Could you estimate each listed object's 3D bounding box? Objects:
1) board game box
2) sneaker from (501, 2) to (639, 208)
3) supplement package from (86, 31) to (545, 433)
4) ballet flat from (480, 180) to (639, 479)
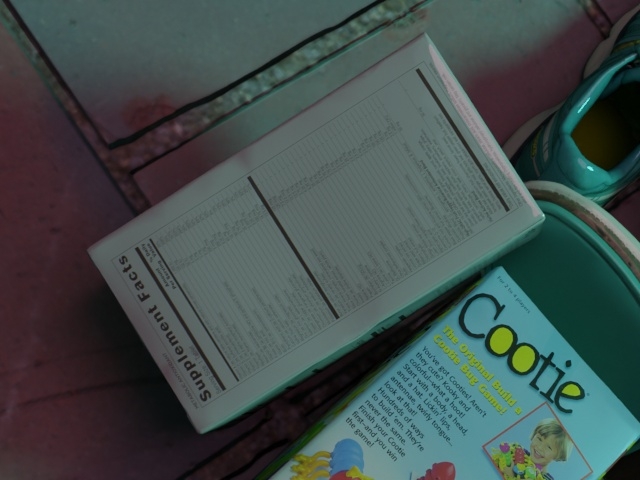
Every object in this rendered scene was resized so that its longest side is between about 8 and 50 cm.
[{"bbox_3d":[0.043,0.168,1.229,0.275,0.142,0.144,-40,88,-27],"label":"board game box"},{"bbox_3d":[0.240,-0.104,1.421,0.107,0.110,0.275,44,62,-1],"label":"sneaker"},{"bbox_3d":[0.000,0.000,1.225,0.244,0.134,0.139,-32,84,2],"label":"supplement package"},{"bbox_3d":[0.248,0.125,1.346,0.139,0.139,0.400,-34,89,-27],"label":"ballet flat"}]
